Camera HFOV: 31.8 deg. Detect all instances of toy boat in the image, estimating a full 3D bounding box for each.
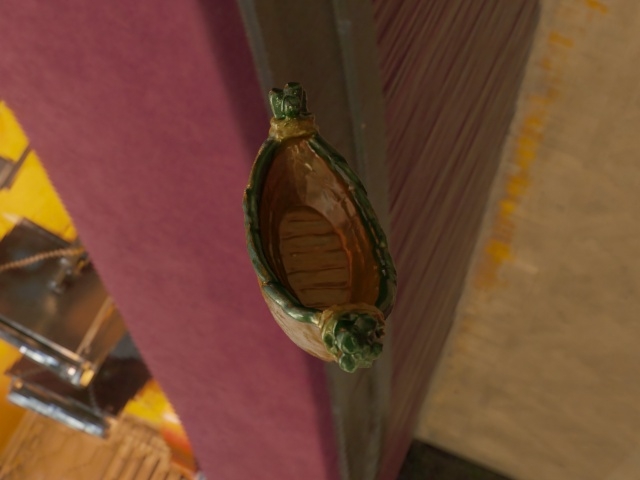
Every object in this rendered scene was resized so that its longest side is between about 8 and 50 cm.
[{"bbox_3d":[0.000,0.000,0.685,0.089,0.229,0.088,-6,138,-11],"label":"toy boat"}]
